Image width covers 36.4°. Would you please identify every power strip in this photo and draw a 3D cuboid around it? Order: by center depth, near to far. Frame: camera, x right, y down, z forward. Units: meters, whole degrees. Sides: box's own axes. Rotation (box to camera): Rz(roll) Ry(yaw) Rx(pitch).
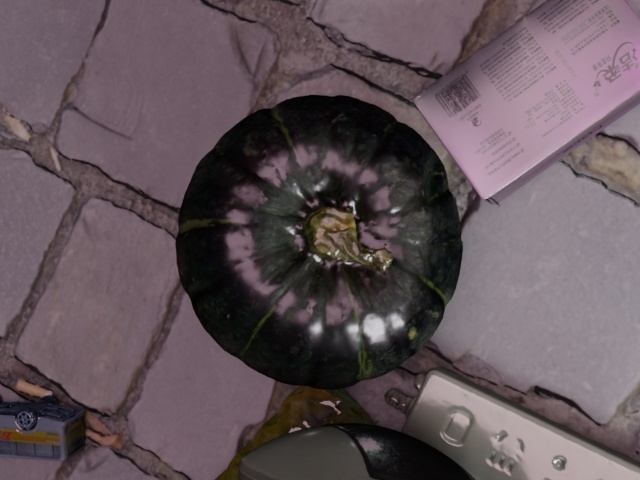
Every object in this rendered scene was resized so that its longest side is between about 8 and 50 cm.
[{"bbox_3d":[0.225,0.240,1.092,0.338,0.058,0.098,24,95,16],"label":"power strip"}]

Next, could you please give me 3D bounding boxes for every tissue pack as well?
[{"bbox_3d":[0.247,-0.164,1.086,0.246,0.092,0.148,-35,78,12],"label":"tissue pack"}]

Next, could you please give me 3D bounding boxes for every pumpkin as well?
[{"bbox_3d":[0.000,0.000,1.072,0.323,0.241,0.323,0,84,0],"label":"pumpkin"}]

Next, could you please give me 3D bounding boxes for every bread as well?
[{"bbox_3d":[-0.054,0.277,1.154,0.269,0.098,0.087,-49,34,8],"label":"bread"}]

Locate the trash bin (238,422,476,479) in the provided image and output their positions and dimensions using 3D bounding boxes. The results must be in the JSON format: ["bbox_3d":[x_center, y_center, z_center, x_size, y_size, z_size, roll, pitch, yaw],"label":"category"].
[{"bbox_3d":[0.017,0.399,0.963,0.280,0.280,0.432,12,82,16],"label":"trash bin"}]

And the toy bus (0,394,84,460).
[{"bbox_3d":[-0.401,0.243,1.269,0.191,0.064,0.075,-1,99,16],"label":"toy bus"}]
